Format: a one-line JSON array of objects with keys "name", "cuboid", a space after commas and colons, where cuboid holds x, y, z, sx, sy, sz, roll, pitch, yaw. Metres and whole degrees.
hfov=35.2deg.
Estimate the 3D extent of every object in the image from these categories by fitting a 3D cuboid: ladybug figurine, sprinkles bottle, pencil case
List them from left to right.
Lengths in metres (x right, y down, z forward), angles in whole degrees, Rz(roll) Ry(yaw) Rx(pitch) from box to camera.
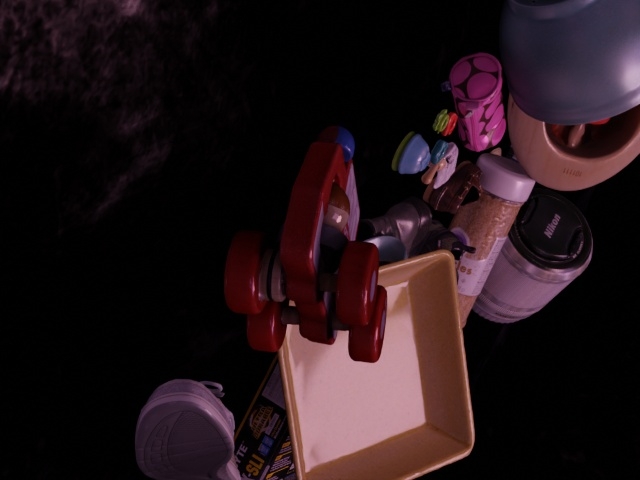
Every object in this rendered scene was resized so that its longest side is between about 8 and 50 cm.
[{"name": "sprinkles bottle", "cuboid": [0.304, 0.006, 2.025, 0.121, 0.121, 0.356, -23, 139, -60]}, {"name": "pencil case", "cuboid": [0.254, -0.216, 1.636, 0.209, 0.095, 0.098, 51, 35, -67]}, {"name": "ladybug figurine", "cuboid": [0.502, -0.313, 1.877, 0.162, 0.305, 0.450, -98, -157, -60]}]

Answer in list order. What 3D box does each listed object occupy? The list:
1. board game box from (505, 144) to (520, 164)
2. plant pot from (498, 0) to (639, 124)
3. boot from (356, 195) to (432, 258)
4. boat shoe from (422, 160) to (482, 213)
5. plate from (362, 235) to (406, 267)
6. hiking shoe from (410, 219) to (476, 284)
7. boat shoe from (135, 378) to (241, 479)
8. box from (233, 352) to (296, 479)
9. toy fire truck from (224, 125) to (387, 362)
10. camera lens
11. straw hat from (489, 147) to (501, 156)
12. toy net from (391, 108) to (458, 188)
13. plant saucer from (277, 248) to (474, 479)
[{"name": "board game box", "cuboid": [0.454, -0.198, 2.200, 0.194, 0.060, 0.194, -65, 160, 11]}, {"name": "plant pot", "cuboid": [0.401, -0.355, 1.578, 0.293, 0.293, 0.196, -54, 132, -17]}, {"name": "boot", "cuboid": [0.079, 0.043, 1.625, 0.161, 0.083, 0.247, -24, 142, -40]}, {"name": "boat shoe", "cuboid": [0.258, -0.091, 1.850, 0.207, 0.073, 0.073, -32, 146, -55]}, {"name": "plate", "cuboid": [0.060, 0.070, 1.549, 0.188, 0.024, 0.188, -25, 145, -19]}, {"name": "hiking shoe", "cuboid": [0.191, 0.062, 1.835, 0.227, 0.114, 0.086, -50, 158, -27]}, {"name": "boat shoe", "cuboid": [-0.161, 0.243, 1.265, 0.118, 0.103, 0.320, -12, 149, 1]}, {"name": "box", "cuboid": [-0.035, 0.299, 1.676, 0.257, 0.079, 0.322, -65, 160, 8]}, {"name": "toy fire truck", "cuboid": [0.000, 0.000, 1.259, 0.302, 0.169, 0.254, 75, 23, -62]}, {"name": "camera lens", "cuboid": [0.435, 0.034, 2.174, 0.219, 0.219, 0.274, -47, 174, -33]}, {"name": "straw hat", "cuboid": [0.363, -0.119, 2.084, 0.144, 0.061, 0.144, -49, 157, -29]}, {"name": "toy net", "cuboid": [0.183, -0.149, 1.629, 0.122, 0.045, 0.232, -64, 162, 5]}, {"name": "plant saucer", "cuboid": [0.069, 0.203, 1.505, 0.332, 0.081, 0.333, -14, 100, -33]}]
